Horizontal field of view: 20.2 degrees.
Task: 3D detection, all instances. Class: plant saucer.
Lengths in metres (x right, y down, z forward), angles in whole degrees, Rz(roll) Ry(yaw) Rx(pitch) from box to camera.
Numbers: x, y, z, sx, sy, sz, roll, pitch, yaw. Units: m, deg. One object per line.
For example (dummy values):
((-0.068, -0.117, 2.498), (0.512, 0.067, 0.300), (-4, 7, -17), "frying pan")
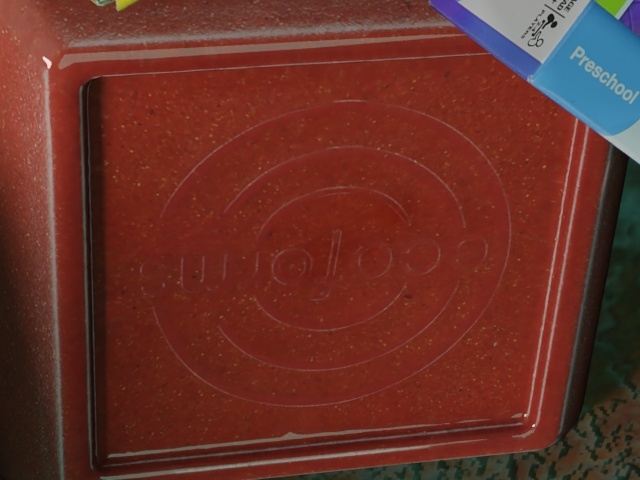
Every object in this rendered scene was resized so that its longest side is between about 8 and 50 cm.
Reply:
((0.000, 0.000, 0.681), (0.258, 0.047, 0.259), (-4, 128, -11), "plant saucer")

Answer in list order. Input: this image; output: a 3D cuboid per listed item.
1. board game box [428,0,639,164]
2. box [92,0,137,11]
((0.240, -0.077, 0.633), (0.347, 0.078, 0.233), (31, 100, -32), "board game box")
((-0.040, -0.251, 0.464), (0.257, 0.079, 0.322), (-28, 128, 10), "box")
